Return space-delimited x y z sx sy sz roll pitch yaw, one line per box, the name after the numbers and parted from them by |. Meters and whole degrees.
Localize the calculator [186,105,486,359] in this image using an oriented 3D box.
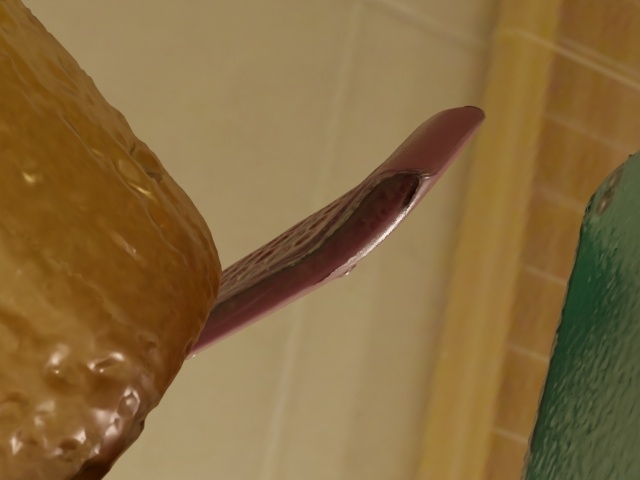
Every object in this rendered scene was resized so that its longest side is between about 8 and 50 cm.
0.000 0.000 0.984 0.190 0.034 0.126 -35 -174 26 | calculator

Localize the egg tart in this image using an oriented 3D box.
-0.127 0.019 0.513 0.202 0.147 0.202 -46 -168 12 | egg tart

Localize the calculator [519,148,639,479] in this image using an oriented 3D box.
0.168 0.019 0.690 0.274 0.058 0.248 -45 -160 48 | calculator
